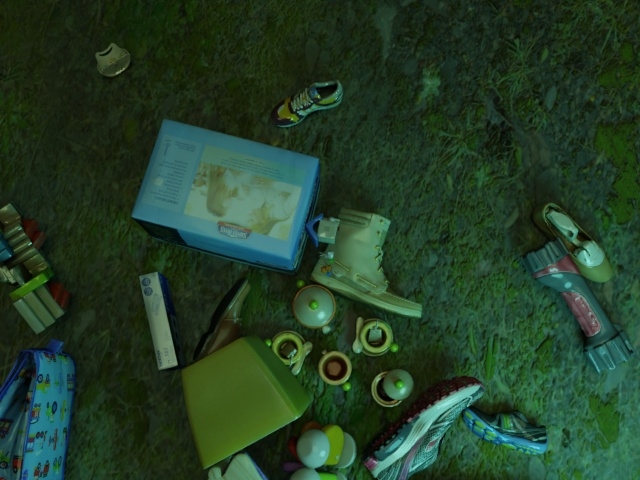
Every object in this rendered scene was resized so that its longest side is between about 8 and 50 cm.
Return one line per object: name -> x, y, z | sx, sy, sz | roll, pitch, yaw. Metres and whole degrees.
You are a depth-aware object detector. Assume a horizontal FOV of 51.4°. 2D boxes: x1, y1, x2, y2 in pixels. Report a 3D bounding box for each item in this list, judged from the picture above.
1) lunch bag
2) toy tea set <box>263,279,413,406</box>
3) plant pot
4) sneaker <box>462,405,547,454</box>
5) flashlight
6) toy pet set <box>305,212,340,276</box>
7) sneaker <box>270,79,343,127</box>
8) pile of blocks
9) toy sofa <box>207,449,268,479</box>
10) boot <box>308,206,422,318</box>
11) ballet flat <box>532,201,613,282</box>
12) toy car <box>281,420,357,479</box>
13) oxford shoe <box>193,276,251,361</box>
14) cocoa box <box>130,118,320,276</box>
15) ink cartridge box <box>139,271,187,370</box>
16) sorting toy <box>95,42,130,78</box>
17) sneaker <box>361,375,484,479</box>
lunch bag -> -0.580, 0.346, 1.356 | 0.138, 0.221, 0.294 | 14, 78, 3
toy tea set -> 0.052, 0.228, 1.431 | 0.335, 0.124, 0.200 | 22, 78, 5
plant pot -> -0.163, 0.306, 1.350 | 0.212, 0.212, 0.187 | -29, 82, 3
sneaker -> 0.396, 0.397, 1.432 | 0.188, 0.067, 0.078 | 19, 57, 6
flashlight -> 0.560, 0.143, 1.467 | 0.103, 0.103, 0.304 | -20, 79, -45
toy pet set -> 0.000, 0.000, 1.414 | 0.065, 0.114, 0.122 | 10, 71, 4
sneaker -> -0.035, -0.333, 1.576 | 0.185, 0.084, 0.070 | -26, 79, -6
pile of blocks -> -0.656, 0.027, 1.465 | 0.112, 0.149, 0.362 | -34, 79, -7
toy sofa -> -0.083, 0.578, 1.324 | 0.362, 0.150, 0.177 | 44, 97, 9
boot -> 0.129, 0.049, 1.485 | 0.261, 0.095, 0.204 | 20, 79, 15
ballet flat -> 0.575, 0.004, 1.506 | 0.080, 0.073, 0.232 | -44, 81, -10
toy car -> -0.018, 0.466, 1.382 | 0.136, 0.159, 0.182 | 3, 75, 37
oxford shoe -> -0.202, 0.183, 1.479 | 0.076, 0.076, 0.212 | 29, 83, -18
cocoa box -> -0.192, -0.085, 1.448 | 0.346, 0.228, 0.232 | 15, 78, 3
ink cartridge box -> -0.344, 0.179, 1.456 | 0.046, 0.097, 0.207 | -15, 78, -3
sorting toy -> -0.512, -0.445, 1.626 | 0.083, 0.045, 0.075 | -35, 72, -7
sneaker -> 0.228, 0.399, 1.404 | 0.299, 0.121, 0.112 | -41, 90, -1
